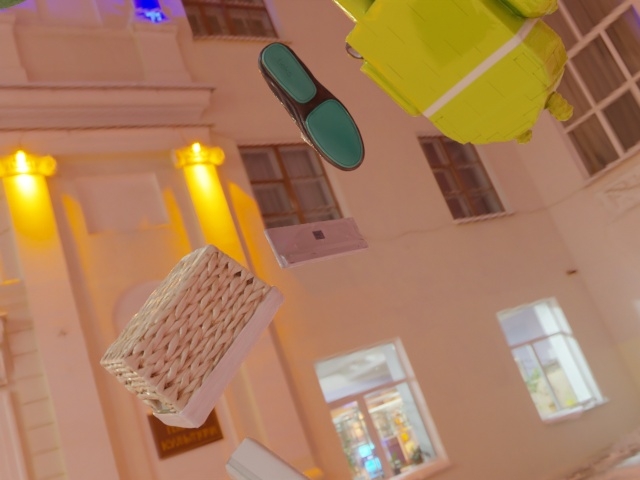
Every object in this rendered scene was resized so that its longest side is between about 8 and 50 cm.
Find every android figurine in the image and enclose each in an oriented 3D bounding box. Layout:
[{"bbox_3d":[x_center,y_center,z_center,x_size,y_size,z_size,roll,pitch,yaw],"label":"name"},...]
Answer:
[{"bbox_3d":[0.132,-0.199,0.683,0.056,0.273,0.248,-53,7,-26],"label":"android figurine"}]

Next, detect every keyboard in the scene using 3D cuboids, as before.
[{"bbox_3d":[0.000,0.000,1.187,0.014,0.072,0.256,-41,-18,33],"label":"keyboard"}]

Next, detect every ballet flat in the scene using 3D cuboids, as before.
[{"bbox_3d":[-0.012,-0.177,0.922,0.074,0.203,0.074,-38,2,1],"label":"ballet flat"}]

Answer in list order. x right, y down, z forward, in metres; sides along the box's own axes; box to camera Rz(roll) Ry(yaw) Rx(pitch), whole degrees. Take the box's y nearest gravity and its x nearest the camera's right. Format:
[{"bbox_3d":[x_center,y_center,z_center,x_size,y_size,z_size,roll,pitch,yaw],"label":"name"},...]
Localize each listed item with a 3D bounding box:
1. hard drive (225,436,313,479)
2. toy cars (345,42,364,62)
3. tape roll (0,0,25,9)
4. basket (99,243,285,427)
[{"bbox_3d":[0.072,0.291,0.567,0.040,0.307,0.203,-51,-42,-21],"label":"hard drive"},{"bbox_3d":[0.141,-0.386,0.880,0.394,0.087,0.176,-62,2,35],"label":"toy cars"},{"bbox_3d":[-0.490,-0.486,0.947,0.321,0.077,0.321,-35,-31,-24],"label":"tape roll"},{"bbox_3d":[-0.137,0.097,0.714,0.113,0.103,0.167,-20,32,58],"label":"basket"}]
